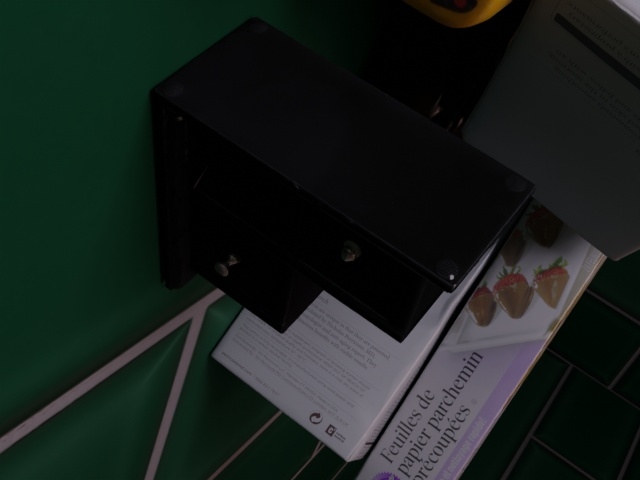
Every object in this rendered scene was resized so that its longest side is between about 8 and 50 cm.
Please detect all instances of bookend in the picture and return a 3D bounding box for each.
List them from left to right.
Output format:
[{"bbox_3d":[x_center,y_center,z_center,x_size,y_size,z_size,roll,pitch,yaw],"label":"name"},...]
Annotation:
[{"bbox_3d":[0.000,0.000,0.416,0.072,0.156,0.157,-46,162,-32],"label":"bookend"}]

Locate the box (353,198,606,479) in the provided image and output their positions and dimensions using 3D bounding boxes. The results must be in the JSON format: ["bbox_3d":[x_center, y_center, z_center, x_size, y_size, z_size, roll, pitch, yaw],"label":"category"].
[{"bbox_3d":[0.133,0.070,0.611,0.324,0.063,0.067,-60,160,11],"label":"box"}]

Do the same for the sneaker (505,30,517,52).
[{"bbox_3d":[0.149,-0.164,0.649,0.185,0.084,0.069,-45,160,-33],"label":"sneaker"}]

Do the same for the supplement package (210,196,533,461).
[{"bbox_3d":[0.052,0.036,0.668,0.244,0.134,0.139,-55,163,-3],"label":"supplement package"}]

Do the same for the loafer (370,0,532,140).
[{"bbox_3d":[0.083,-0.141,0.543,0.220,0.080,0.078,-63,153,5],"label":"loafer"}]

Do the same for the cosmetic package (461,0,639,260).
[{"bbox_3d":[0.212,-0.129,0.444,0.224,0.138,0.224,-48,174,-8],"label":"cosmetic package"}]

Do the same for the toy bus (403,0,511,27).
[{"bbox_3d":[0.096,-0.205,0.382,0.333,0.108,0.130,-43,162,-37],"label":"toy bus"}]
